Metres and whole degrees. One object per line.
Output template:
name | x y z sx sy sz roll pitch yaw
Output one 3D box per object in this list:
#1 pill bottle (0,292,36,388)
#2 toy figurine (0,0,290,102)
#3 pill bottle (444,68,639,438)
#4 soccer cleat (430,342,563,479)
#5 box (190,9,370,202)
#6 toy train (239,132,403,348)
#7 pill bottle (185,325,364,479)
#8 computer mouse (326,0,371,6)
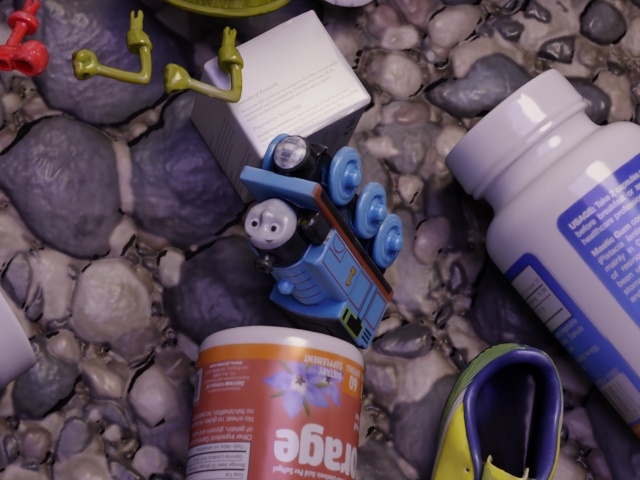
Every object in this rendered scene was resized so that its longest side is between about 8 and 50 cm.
pill bottle | -0.336 0.104 1.200 0.264 0.153 0.153 -33 81 -17
toy figurine | -0.198 -0.256 1.246 0.362 0.217 0.191 13 53 10
pill bottle | 0.221 0.008 1.322 0.152 0.152 0.272 -36 82 -17
soccer cleat | 0.113 0.209 1.258 0.093 0.121 0.289 14 72 -5
box | -0.032 -0.100 1.340 0.102 0.101 0.087 -30 79 -18
toy train | 0.000 0.000 1.278 0.080 0.184 0.105 13 68 28
pill bottle | -0.035 0.177 1.244 0.121 0.121 0.216 7 72 -7
computer mouse | 0.012 -0.266 1.432 0.106 0.042 0.193 6 66 -12
